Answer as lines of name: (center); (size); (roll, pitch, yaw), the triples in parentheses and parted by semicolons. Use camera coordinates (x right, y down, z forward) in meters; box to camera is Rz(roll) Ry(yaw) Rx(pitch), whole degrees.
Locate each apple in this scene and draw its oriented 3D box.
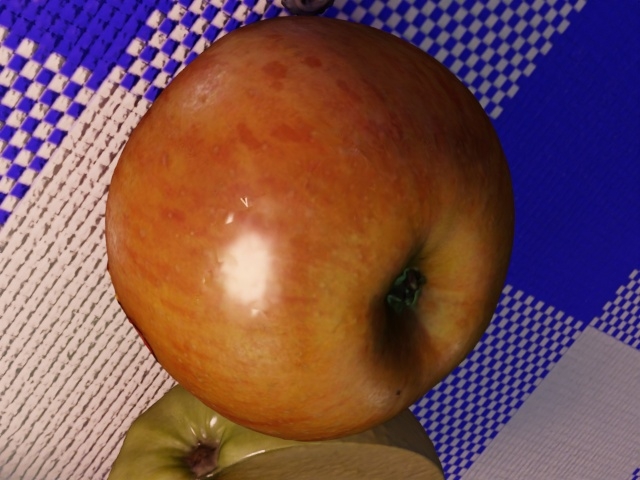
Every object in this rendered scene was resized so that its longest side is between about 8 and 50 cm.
apple: (-0.056, 0.276, 1.379); (0.320, 0.312, 0.360); (-59, 144, -13)
apple: (0.000, 0.000, 1.141); (0.400, 0.333, 0.400); (-27, 147, -19)

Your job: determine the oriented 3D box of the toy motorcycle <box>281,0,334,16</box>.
toy motorcycle: (0.025, -0.304, 1.100); (0.215, 0.080, 0.122); (-48, 144, 7)
